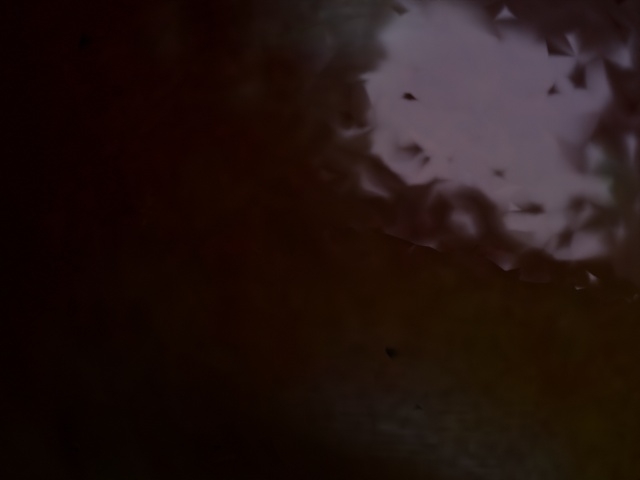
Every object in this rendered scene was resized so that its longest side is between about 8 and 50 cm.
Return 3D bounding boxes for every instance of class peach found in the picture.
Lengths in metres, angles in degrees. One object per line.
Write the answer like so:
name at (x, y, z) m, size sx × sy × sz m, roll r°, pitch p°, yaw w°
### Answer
peach at (-0.012, 0.012, 0.565) m, size 0.310 × 0.335 × 0.406 m, roll -6°, pitch 49°, yaw -17°
